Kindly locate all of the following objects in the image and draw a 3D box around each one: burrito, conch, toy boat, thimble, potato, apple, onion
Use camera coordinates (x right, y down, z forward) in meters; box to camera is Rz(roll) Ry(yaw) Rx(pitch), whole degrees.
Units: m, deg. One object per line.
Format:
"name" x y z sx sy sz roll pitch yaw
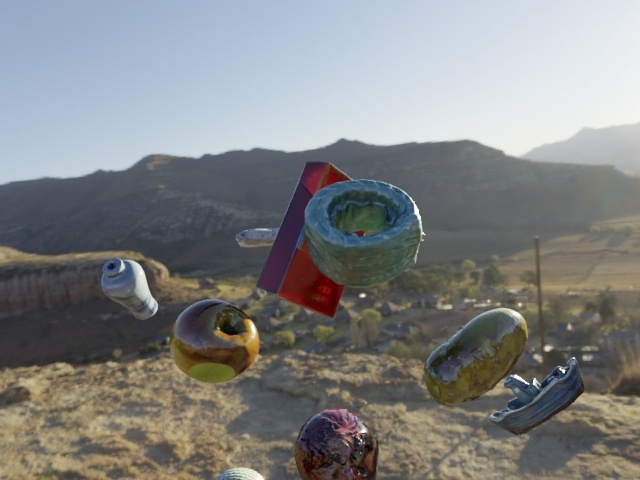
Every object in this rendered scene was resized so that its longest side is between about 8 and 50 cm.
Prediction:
"burrito" -0.174 -0.010 1.761 0.202 0.064 0.064 -4 4 -16
"conch" -0.358 1.021 2.063 0.215 0.303 0.319 28 11 38
"toy boat" 0.596 0.429 1.523 0.309 0.142 0.129 -46 -11 25
"thimble" 0.088 -0.012 1.074 0.234 0.143 0.199 7 48 10
"potato" 0.366 0.268 1.254 0.298 0.176 0.141 -33 50 -13
"apple" -0.208 0.194 1.046 0.163 0.147 0.147 19 -46 -28
"onion" 0.045 0.590 1.433 0.221 0.281 0.281 -7 5 -20

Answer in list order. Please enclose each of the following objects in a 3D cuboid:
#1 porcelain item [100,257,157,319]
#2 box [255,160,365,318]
"porcelain item" -0.642 0.163 1.829 0.141 0.259 0.141 -8 49 10
"box" -0.001 0.000 1.250 0.089 0.314 0.197 12 -12 46
